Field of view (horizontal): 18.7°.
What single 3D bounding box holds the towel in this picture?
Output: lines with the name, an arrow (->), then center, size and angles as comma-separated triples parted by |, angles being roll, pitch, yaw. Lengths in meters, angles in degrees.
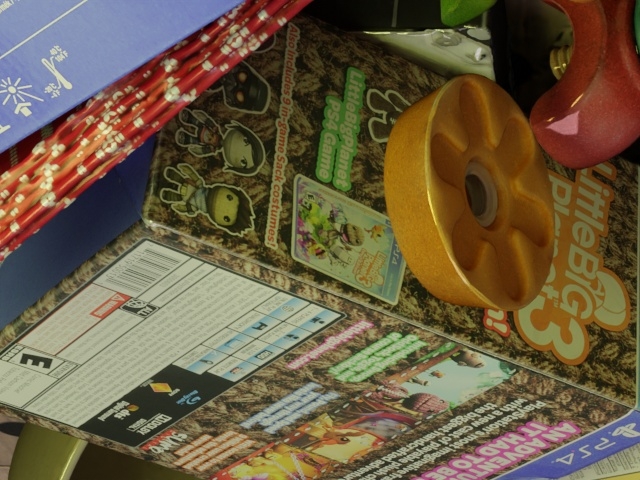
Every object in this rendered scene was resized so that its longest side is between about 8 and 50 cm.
towel -> -0.101, -0.067, 0.785 | 0.275, 0.199, 0.031 | -40, 112, 6

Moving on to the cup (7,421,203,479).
cup -> -0.103, 0.192, 1.439 | 0.331, 0.331, 0.237 | 21, 178, -34

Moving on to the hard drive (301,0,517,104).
hard drive -> -0.066, -0.078, 1.044 | 0.338, 0.064, 0.237 | 1, 157, 9

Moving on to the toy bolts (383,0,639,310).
toy bolts -> 0.138, -0.082, 0.829 | 0.158, 0.218, 0.228 | -13, 167, 35

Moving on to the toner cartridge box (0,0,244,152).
toner cartridge box -> -0.054, -0.137, 0.686 | 0.347, 0.165, 0.075 | -27, 118, 36

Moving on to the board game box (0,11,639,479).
board game box -> -0.005, 0.023, 0.973 | 0.291, 0.141, 0.232 | 22, 147, -26

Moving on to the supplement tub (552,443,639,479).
supplement tub -> 0.231, 0.077, 1.101 | 0.241, 0.241, 0.331 | 16, 161, -24
